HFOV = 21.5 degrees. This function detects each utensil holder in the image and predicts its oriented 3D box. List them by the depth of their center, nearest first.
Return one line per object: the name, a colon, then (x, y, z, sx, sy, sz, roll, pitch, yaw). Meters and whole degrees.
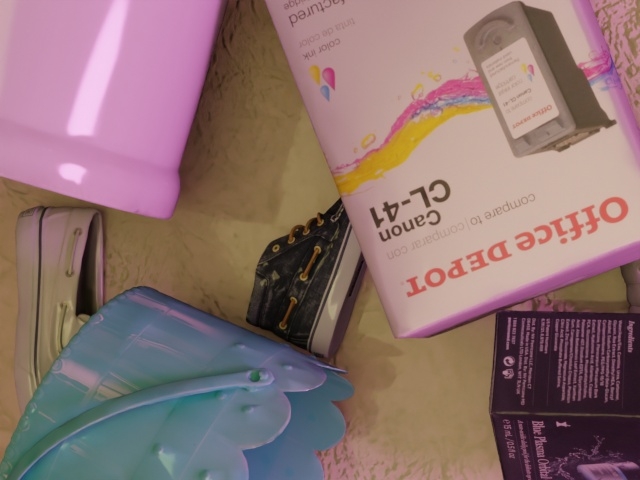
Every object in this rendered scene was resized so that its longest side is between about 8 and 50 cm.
utensil holder: (-0.217, -0.247, 1.317, 0.327, 0.327, 0.386, 18, 93, 12)

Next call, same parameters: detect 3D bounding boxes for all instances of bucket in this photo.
bucket: (-0.118, 0.182, 1.330, 0.183, 0.281, 0.281, 27, 96, 15)

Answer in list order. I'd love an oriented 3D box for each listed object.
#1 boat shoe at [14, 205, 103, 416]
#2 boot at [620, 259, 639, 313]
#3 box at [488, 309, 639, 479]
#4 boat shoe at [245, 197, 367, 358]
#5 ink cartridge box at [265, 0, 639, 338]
boat shoe: (-0.213, 0.080, 1.436, 0.075, 0.083, 0.226, -7, 88, 14)
boot: (0.361, 0.008, 1.314, 0.258, 0.095, 0.123, -6, 95, 21)
box: (0.216, 0.131, 1.293, 0.158, 0.156, 0.093, 0, 57, 13)
boat shoe: (0.000, 0.000, 1.399, 0.083, 0.065, 0.183, 21, 94, 13)
ink cartridge box: (0.112, -0.104, 1.278, 0.226, 0.131, 0.306, -23, 81, 13)
